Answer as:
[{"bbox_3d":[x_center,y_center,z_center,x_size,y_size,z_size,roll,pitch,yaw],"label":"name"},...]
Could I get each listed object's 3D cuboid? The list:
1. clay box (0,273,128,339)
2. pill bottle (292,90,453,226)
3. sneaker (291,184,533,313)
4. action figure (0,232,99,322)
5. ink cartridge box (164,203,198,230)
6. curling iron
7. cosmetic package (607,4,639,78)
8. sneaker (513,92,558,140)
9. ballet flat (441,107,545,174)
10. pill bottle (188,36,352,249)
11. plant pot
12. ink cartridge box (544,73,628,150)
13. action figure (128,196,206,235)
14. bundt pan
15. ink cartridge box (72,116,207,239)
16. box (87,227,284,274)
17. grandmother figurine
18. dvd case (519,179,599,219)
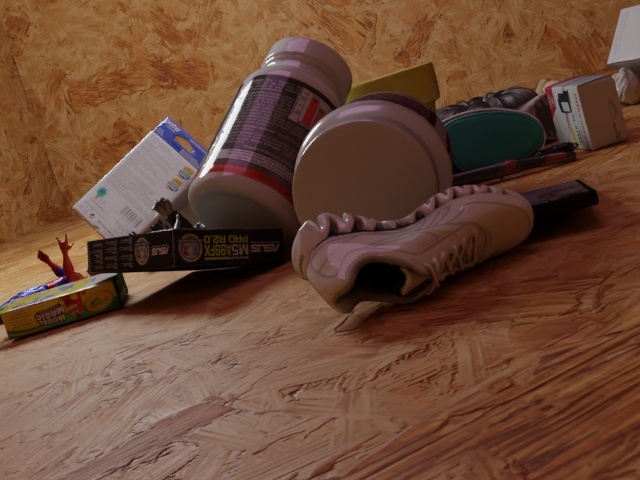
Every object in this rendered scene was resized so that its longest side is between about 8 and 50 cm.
[{"bbox_3d":[-0.449,0.111,1.518,0.222,0.053,0.127,-17,10,-3],"label":"clay box"},{"bbox_3d":[0.083,-0.101,1.310,0.224,0.224,0.392,-15,9,12],"label":"pill bottle"},{"bbox_3d":[0.120,0.016,1.007,0.292,0.110,0.118,-14,32,-14],"label":"sneaker"},{"bbox_3d":[-0.559,0.071,1.714,0.280,0.139,0.091,-16,11,-11],"label":"action figure"},{"bbox_3d":[-0.360,-0.112,2.293,0.285,0.166,0.395,-16,10,6],"label":"ink cartridge box"},{"bbox_3d":[0.335,-0.130,1.606,0.273,0.035,0.068,-16,6,1],"label":"curling iron"},{"bbox_3d":[0.828,-0.472,2.144,0.183,0.151,0.151,19,-7,-25],"label":"cosmetic package"},{"bbox_3d":[0.428,-0.248,1.908,0.281,0.105,0.115,-23,12,-30],"label":"sneaker"},{"bbox_3d":[0.228,-0.151,1.694,0.400,0.139,0.139,-19,10,-7],"label":"ballet flat"},{"bbox_3d":[-0.076,-0.178,1.586,0.210,0.210,0.363,-8,49,42],"label":"pill bottle"},{"bbox_3d":[0.156,-0.245,1.953,0.253,0.239,0.254,-17,9,3],"label":"plant pot"},{"bbox_3d":[0.505,-0.245,1.690,0.072,0.128,0.175,-18,9,-2],"label":"ink cartridge box"},{"bbox_3d":[-0.276,-0.045,1.868,0.164,0.141,0.275,-25,6,30],"label":"action figure"},{"bbox_3d":[0.385,-0.280,2.113,0.330,0.124,0.331,-17,10,3],"label":"bundt pan"},{"bbox_3d":[-0.399,-0.122,2.050,0.311,0.185,0.065,-47,-23,-7],"label":"ink cartridge box"},{"bbox_3d":[-0.225,0.019,1.458,0.216,0.060,0.270,-1,-3,-43],"label":"box"},{"bbox_3d":[0.693,-0.378,2.235,0.207,0.104,0.342,-12,11,-14],"label":"grandmother figurine"},{"bbox_3d":[0.272,-0.046,1.194,0.180,0.022,0.253,-15,3,13],"label":"dvd case"}]
